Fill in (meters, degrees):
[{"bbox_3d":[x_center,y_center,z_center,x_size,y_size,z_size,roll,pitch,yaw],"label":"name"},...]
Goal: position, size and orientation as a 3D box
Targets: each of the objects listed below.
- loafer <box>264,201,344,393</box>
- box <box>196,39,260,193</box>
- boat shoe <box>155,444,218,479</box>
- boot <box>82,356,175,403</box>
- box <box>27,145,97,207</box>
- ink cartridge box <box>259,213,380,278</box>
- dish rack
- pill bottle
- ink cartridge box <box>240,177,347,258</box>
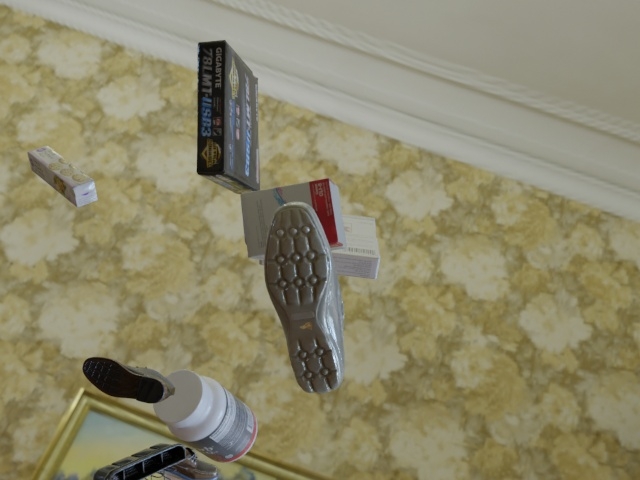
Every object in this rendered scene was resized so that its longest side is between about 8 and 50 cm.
[{"bbox_3d":[-0.022,0.086,1.295,0.112,0.111,0.320,-4,-70,6],"label":"loafer"},{"bbox_3d":[-0.206,-0.270,1.880,0.073,0.296,0.293,-2,-6,12],"label":"box"},{"bbox_3d":[-0.336,0.553,2.036,0.183,0.066,0.066,14,-74,-16],"label":"boat shoe"},{"bbox_3d":[-0.448,0.331,1.931,0.219,0.082,0.106,19,-5,15],"label":"boot"},{"bbox_3d":[-0.716,-0.181,2.269,0.324,0.067,0.063,32,-45,45],"label":"box"},{"bbox_3d":[0.000,0.000,2.128,0.296,0.261,0.066,8,-66,-2],"label":"ink cartridge box"},{"bbox_3d":[-0.373,0.568,1.699,0.074,0.208,0.272,6,-79,38],"label":"dish rack"},{"bbox_3d":[-0.362,0.552,2.589,0.210,0.210,0.363,2,-29,26],"label":"pill bottle"},{"bbox_3d":[-0.051,-0.037,1.570,0.176,0.127,0.128,-10,-6,8],"label":"ink cartridge box"}]
